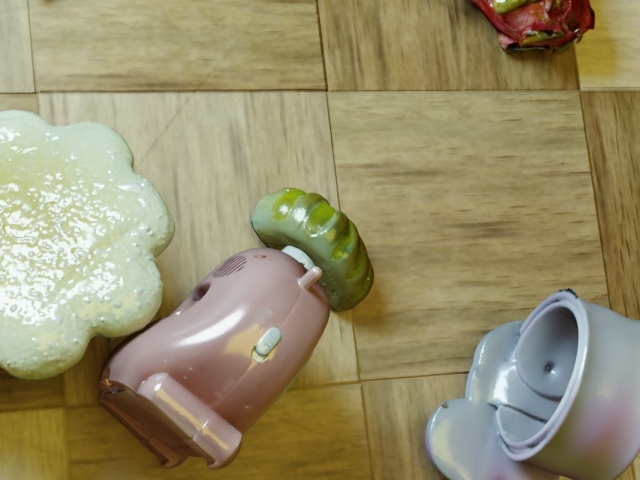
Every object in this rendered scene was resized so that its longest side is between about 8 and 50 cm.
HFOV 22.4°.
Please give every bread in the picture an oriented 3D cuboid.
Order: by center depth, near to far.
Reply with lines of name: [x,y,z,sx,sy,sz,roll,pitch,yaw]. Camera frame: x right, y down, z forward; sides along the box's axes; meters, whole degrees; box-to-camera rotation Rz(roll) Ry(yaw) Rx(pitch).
bread: [-0.295,-0.005,1.590,0.316,0.054,0.316,3,56,-4]
bread: [0.000,0.000,1.752,0.157,0.094,0.083,40,71,-1]

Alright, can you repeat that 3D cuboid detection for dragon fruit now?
dragon fruit: [0.233,-0.293,1.892,0.208,0.150,0.133,8,47,-14]

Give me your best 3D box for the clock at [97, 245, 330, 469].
clock: [-0.099,0.097,1.613,0.142,0.227,0.241,45,72,-10]

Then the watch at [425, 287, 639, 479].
watch: [0.252,0.181,1.743,0.211,0.217,0.248,22,71,-16]
